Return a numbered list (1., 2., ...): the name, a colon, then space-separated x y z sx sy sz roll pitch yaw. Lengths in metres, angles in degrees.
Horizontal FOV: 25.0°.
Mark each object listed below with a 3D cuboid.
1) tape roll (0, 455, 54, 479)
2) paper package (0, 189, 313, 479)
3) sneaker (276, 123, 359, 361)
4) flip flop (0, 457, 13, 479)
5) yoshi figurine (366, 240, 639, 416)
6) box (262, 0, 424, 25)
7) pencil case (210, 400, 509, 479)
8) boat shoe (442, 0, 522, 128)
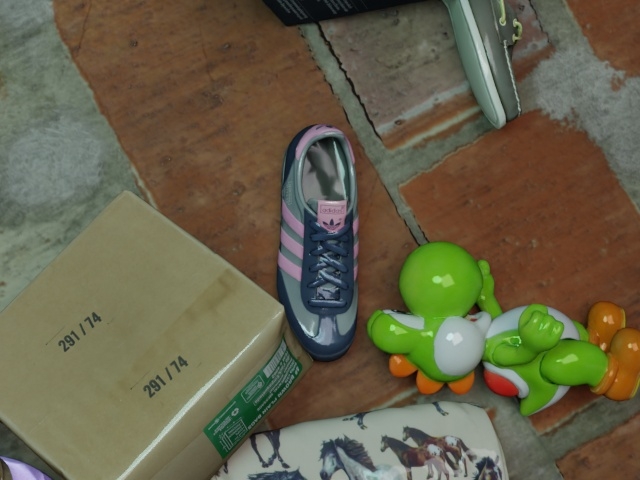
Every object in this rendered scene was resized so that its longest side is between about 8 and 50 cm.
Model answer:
1. tape roll: -0.424 0.404 1.795 0.274 0.090 0.275 1 82 -11
2. paper package: -0.229 0.155 1.771 0.309 0.168 0.325 36 74 27
3. sneaker: 0.000 0.000 1.913 0.112 0.131 0.319 -4 83 -12
4. flip flop: -0.396 0.305 1.724 0.277 0.112 0.080 46 51 1
5. yoshi figurine: 0.248 0.097 1.924 0.362 0.203 0.203 8 58 -11
6. box: 0.056 -0.421 1.832 0.312 0.343 0.179 -7 82 11
7. pencil case: 0.049 0.316 1.860 0.410 0.160 0.184 -8 63 -12
8. boat shoe: 0.231 -0.308 2.015 0.091 0.109 0.305 -16 81 -8
